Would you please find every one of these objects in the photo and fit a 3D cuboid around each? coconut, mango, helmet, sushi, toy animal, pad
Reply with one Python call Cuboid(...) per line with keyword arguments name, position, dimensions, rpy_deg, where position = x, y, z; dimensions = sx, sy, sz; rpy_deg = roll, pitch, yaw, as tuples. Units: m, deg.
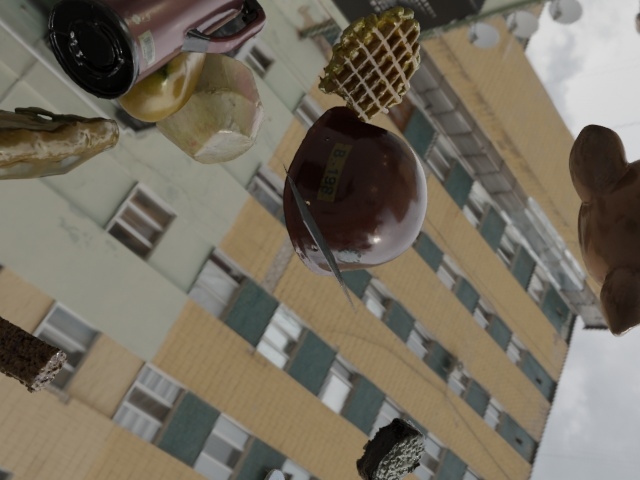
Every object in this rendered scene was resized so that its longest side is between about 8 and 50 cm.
Cuboid(name="coconut", position=(-0.248, -0.307, 1.518), dimensions=(0.259, 0.259, 0.259), rpy_deg=(-29, -144, 23))
Cuboid(name="mango", position=(-0.288, -0.327, 1.222), dimensions=(0.317, 0.172, 0.211), rpy_deg=(-100, -152, -51))
Cuboid(name="helmet", position=(0.115, -0.100, 1.489), dimensions=(0.230, 0.337, 0.385), rpy_deg=(8, -110, 37))
Cuboid(name="sushi", position=(0.140, 0.427, 1.376), dimensions=(0.150, 0.090, 0.078), rpy_deg=(-48, -153, -5))
Cuboid(name="toy animal", position=(0.332, -0.014, 0.539), dimensions=(0.247, 0.149, 0.165), rpy_deg=(-13, -122, 14))
Cuboid(name="pad", position=(0.000, 0.000, 0.914), dimensions=(0.004, 0.190, 0.127), rpy_deg=(-26, -139, 4))

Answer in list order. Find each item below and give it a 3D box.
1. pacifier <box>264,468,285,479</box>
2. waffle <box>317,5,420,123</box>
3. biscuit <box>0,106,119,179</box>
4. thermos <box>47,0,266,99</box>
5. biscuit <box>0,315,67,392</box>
Cuboid(name="pacifier", position=(-0.149, 0.573, 1.304), dimensions=(0.225, 0.239, 0.287), rpy_deg=(8, -139, 14))
Cuboid(name="waffle", position=(0.118, -0.388, 1.574), dimensions=(0.281, 0.301, 0.058), rpy_deg=(-33, -123, -15))
Cuboid(name="biscuit", position=(-0.430, -0.121, 0.795), dimensions=(0.335, 0.329, 0.078), rpy_deg=(16, -73, 39))
Cuboid(name="thermos", position=(-0.155, -0.287, 0.818), dimensions=(0.136, 0.110, 0.330), rpy_deg=(13, -139, 21))
Cuboid(name="biscuit", position=(-0.413, 0.136, 0.906), dimensions=(0.199, 0.034, 0.064), rpy_deg=(20, -114, 32))
